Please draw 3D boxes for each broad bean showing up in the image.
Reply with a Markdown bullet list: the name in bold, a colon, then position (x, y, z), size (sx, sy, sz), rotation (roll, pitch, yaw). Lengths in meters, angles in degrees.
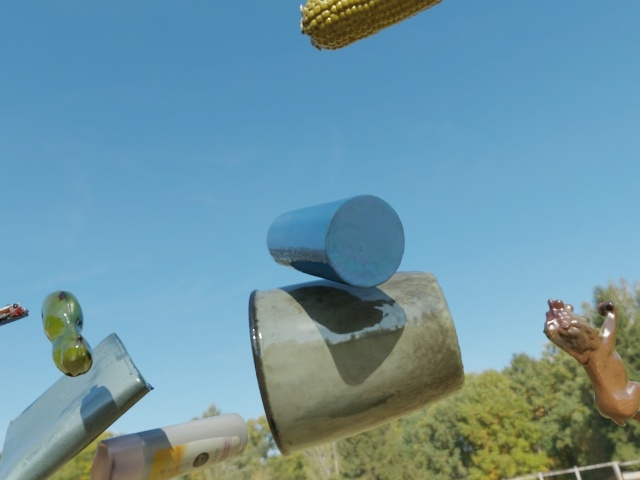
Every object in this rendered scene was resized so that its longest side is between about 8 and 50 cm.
- **broad bean**: position (-0.325, 0.110, 0.729), size (0.048, 0.070, 0.214), rotation (-4, 19, -33)

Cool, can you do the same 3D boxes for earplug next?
- **earplug**: position (0.000, 0.000, 0.917), size (0.132, 0.132, 0.273), rotation (7, -3, -29)

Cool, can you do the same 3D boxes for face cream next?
- **face cream**: position (-0.255, 0.365, 0.991), size (0.269, 0.073, 0.107), rotation (3, -72, -45)

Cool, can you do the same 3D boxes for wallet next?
- **wallet**: position (-0.409, 0.277, 0.945), size (0.251, 0.054, 0.290), rotation (-41, 20, -16)

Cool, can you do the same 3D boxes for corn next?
- **corn**: position (0.093, -0.359, 0.840), size (0.260, 0.091, 0.091), rotation (-18, 16, 20)

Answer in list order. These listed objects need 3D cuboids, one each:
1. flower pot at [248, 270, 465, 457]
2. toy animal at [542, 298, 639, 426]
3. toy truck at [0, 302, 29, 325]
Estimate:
- **flower pot**: position (0.064, 0.198, 1.004), size (0.330, 0.293, 0.293), rotation (-12, -27, 3)
- **toy animal**: position (0.525, 0.237, 1.073), size (0.158, 0.312, 0.097), rotation (-24, -8, -29)
- **toy truck**: position (-0.531, 0.126, 0.962), size (0.024, 0.032, 0.083), rotation (-11, 8, 25)
